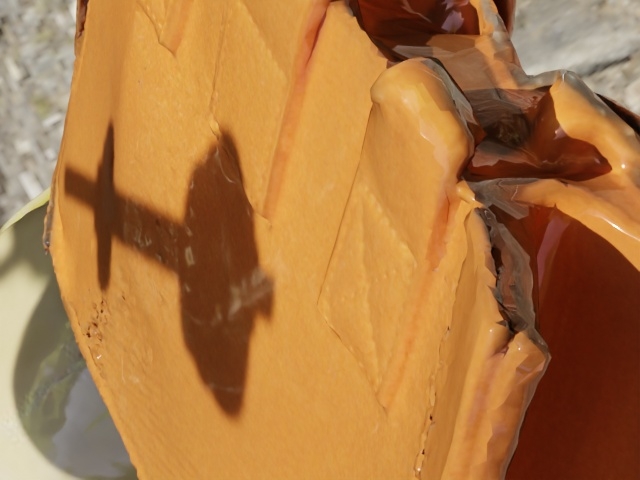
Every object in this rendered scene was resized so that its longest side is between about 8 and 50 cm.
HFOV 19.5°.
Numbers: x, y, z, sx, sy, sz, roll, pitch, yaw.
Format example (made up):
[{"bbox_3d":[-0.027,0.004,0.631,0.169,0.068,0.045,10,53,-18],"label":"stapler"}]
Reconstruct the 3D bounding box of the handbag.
[{"bbox_3d":[0.000,0.000,0.720,0.410,0.116,0.303,-120,33,-44],"label":"handbag"}]

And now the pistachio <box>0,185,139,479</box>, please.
[{"bbox_3d":[-0.106,0.076,1.123,0.238,0.229,0.321,43,127,-10],"label":"pistachio"}]
